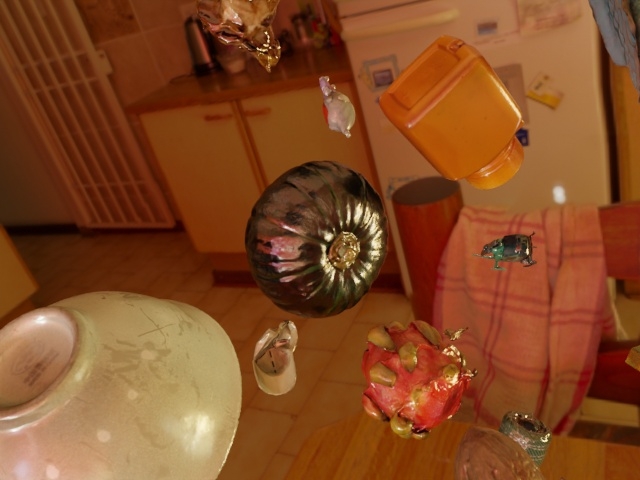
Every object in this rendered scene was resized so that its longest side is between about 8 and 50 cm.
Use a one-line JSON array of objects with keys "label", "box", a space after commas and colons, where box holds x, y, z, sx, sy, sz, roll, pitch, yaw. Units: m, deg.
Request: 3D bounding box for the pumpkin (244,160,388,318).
[{"label": "pumpkin", "box": [0.000, 0.000, 0.724, 0.202, 0.202, 0.140, -32, 27, -26]}]

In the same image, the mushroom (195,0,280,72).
[{"label": "mushroom", "box": [-0.064, -0.513, 0.861, 0.356, 0.331, 0.334, -40, -4, -25]}]

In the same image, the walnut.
[{"label": "walnut", "box": [0.334, 0.456, 1.063, 0.178, 0.230, 0.178, -22, -17, -7]}]

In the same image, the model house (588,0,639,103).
[{"label": "model house", "box": [0.515, -0.394, 0.699, 0.360, 0.297, 0.339, -21, 50, 24]}]

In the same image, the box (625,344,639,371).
[{"label": "box", "box": [0.555, 0.181, 0.831, 0.193, 0.030, 0.121, -8, 30, -30]}]

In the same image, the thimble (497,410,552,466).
[{"label": "thimble", "box": [0.495, 0.481, 1.395, 0.135, 0.090, 0.118, 8, 16, -39]}]

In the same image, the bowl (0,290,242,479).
[{"label": "bowl", "box": [-0.250, 0.151, 0.567, 0.313, 0.146, 0.313, -11, 47, 12]}]

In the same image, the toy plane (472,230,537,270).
[{"label": "toy plane", "box": [0.361, 0.023, 1.122, 0.096, 0.060, 0.235, 0, -9, 7]}]

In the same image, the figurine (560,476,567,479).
[{"label": "figurine", "box": [0.375, 0.352, 0.689, 0.260, 0.103, 0.205, 14, 27, -35]}]

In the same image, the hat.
[{"label": "hat", "box": [-0.101, 0.287, 1.378, 0.122, 0.081, 0.166, -14, 60, -7]}]

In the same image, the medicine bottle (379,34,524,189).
[{"label": "medicine bottle", "box": [0.212, -0.177, 0.864, 0.149, 0.222, 0.112, -44, 39, 12]}]

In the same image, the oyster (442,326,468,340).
[{"label": "oyster", "box": [0.420, 0.296, 1.814, 0.132, 0.029, 0.086, -10, -6, -44]}]

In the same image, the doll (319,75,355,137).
[{"label": "doll", "box": [0.040, -0.325, 1.411, 0.075, 0.102, 0.228, -33, 44, 16]}]

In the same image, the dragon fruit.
[{"label": "dragon fruit", "box": [0.194, 0.289, 1.241, 0.227, 0.307, 0.243, -47, 72, 5]}]
